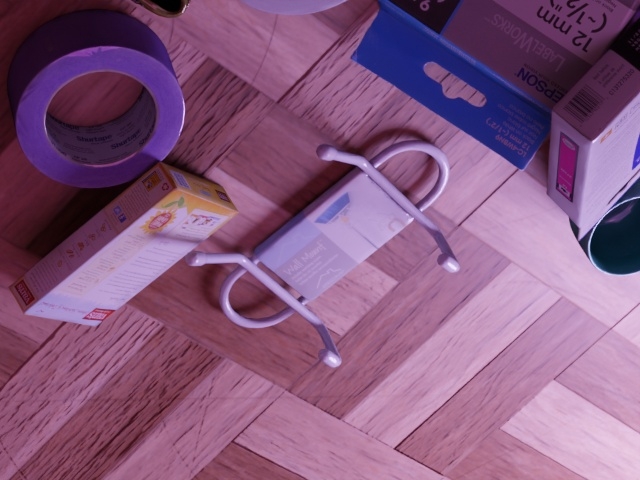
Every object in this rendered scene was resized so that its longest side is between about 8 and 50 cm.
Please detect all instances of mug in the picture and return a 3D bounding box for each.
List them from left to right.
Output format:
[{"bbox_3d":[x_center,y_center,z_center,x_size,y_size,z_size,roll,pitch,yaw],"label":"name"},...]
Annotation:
[{"bbox_3d":[0.386,-0.044,2.188,0.129,0.097,0.158,-8,129,-12],"label":"mug"}]

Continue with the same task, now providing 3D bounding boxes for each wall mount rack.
[{"bbox_3d":[0.000,0.000,2.072,0.350,0.130,0.304,-39,129,13],"label":"wall mount rack"}]

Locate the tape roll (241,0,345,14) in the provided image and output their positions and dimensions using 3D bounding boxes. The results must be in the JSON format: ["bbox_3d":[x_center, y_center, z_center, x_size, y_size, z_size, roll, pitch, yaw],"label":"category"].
[{"bbox_3d":[-0.023,-0.353,1.817,0.219,0.072,0.219,-9,130,-11],"label":"tape roll"}]

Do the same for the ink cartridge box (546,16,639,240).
[{"bbox_3d":[0.339,-0.128,1.942,0.176,0.069,0.371,-46,162,-8],"label":"ink cartridge box"}]

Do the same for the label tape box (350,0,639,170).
[{"bbox_3d":[0.204,-0.263,1.863,0.249,0.115,0.348,34,115,4],"label":"label tape box"}]

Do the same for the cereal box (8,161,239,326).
[{"bbox_3d":[-0.230,0.009,2.008,0.240,0.047,0.173,-37,161,12],"label":"cereal box"}]

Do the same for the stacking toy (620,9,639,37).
[{"bbox_3d":[0.350,-0.370,1.900,0.141,0.141,0.330,3,121,-21],"label":"stacking toy"}]

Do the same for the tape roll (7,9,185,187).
[{"bbox_3d":[-0.250,-0.157,1.895,0.189,0.080,0.189,-10,131,-12],"label":"tape roll"}]

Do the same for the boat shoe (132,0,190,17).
[{"bbox_3d":[-0.224,-0.351,1.729,0.110,0.104,0.307,-37,130,12],"label":"boat shoe"}]
